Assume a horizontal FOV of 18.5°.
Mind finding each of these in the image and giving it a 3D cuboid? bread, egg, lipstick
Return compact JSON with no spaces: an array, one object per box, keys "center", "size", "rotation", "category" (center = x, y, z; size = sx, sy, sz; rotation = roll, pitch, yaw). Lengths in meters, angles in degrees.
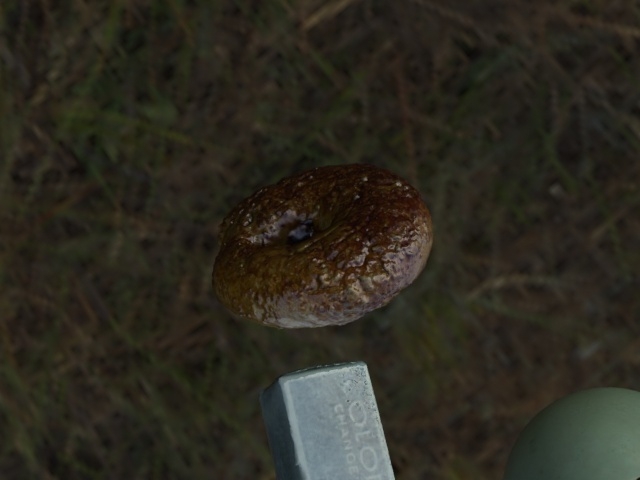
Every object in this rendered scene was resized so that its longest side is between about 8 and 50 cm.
[{"center":[0.000,0.000,1.539],"size":[0.193,0.193,0.064],"rotation":[-25,124,-15],"category":"bread"},{"center":[0.274,0.243,1.872],"size":[0.203,0.203,0.282],"rotation":[-45,-178,12],"category":"egg"},{"center":[0.025,0.227,1.345],"size":[0.077,0.289,0.076],"rotation":[-9,167,-17],"category":"lipstick"}]

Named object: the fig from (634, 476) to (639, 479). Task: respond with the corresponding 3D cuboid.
[{"center":[0.274,0.223,1.532],"size":[0.074,0.088,0.074],"rotation":[-19,140,-16],"category":"fig"}]
